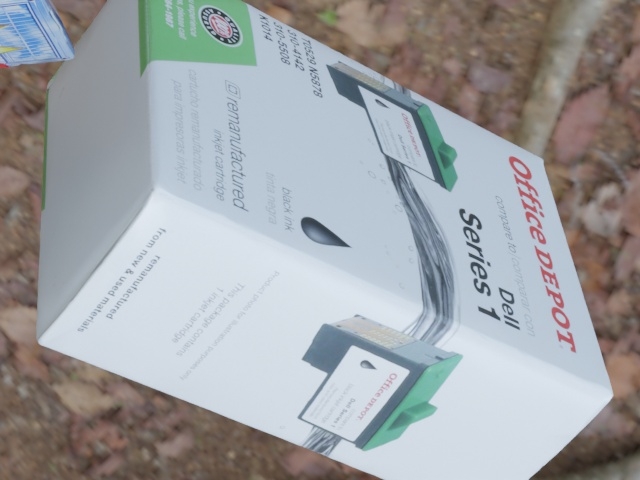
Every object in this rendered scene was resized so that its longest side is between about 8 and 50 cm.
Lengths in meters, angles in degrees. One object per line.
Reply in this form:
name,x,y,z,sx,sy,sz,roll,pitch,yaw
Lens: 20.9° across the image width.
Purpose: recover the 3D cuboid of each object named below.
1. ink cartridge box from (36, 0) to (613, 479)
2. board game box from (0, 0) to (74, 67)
ink cartridge box,0.000,0.000,0.718,0.219,0.160,0.092,24,125,-27
board game box,-0.179,-0.109,0.556,0.194,0.060,0.194,-39,77,-5
